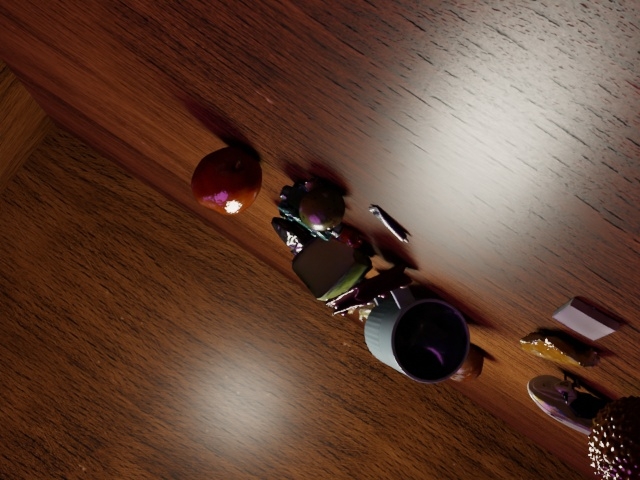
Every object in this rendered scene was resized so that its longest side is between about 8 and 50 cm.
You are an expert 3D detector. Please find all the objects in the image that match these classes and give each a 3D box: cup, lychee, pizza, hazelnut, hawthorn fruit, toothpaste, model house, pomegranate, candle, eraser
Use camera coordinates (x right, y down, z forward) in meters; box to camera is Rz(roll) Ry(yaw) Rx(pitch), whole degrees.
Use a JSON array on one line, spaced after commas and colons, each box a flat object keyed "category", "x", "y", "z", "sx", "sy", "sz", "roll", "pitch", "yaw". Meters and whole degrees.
[{"category": "cup", "x": 0.273, "y": 0.292, "z": 2.143, "sx": 0.331, "sy": 0.257, "sz": 0.311, "roll": 33, "pitch": 171, "yaw": -10}, {"category": "lychee", "x": 0.807, "y": 0.524, "z": 1.629, "sx": 0.275, "sy": 0.304, "sz": 0.276, "roll": 17, "pitch": 132, "yaw": 20}, {"category": "pizza", "x": 0.596, "y": 0.274, "z": 1.666, "sx": 0.134, "sy": 0.056, "sz": 0.271, "roll": 32, "pitch": 171, "yaw": -7}, {"category": "hazelnut", "x": 0.524, "y": 0.450, "z": 2.415, "sx": 0.143, "sy": 0.143, "sz": 0.154, "roll": 31, "pitch": 151, "yaw": 8}, {"category": "hawthorn fruit", "x": -0.247, "y": -0.176, "z": 1.801, "sx": 0.196, "sy": 0.196, "sz": 0.225, "roll": 35, "pitch": 154, "yaw": -9}, {"category": "toothpaste", "x": 0.171, "y": -0.038, "z": 1.608, "sx": 0.140, "sy": 0.021, "sz": 0.037, "roll": 41, "pitch": 162, "yaw": -25}, {"category": "model house", "x": 0.053, "y": 0.082, "z": 2.051, "sx": 0.170, "sy": 0.194, "sz": 0.211, "roll": 45, "pitch": -171, "yaw": 29}, {"category": "pomegranate", "x": 0.006, "y": -0.087, "z": 1.644, "sx": 0.130, "sy": 0.130, "sz": 0.130, "roll": 32, "pitch": 169, "yaw": 7}, {"category": "candle", "x": 0.072, "y": -0.015, "z": 1.910, "sx": 0.130, "sy": 0.052, "sz": 0.052, "roll": 24, "pitch": 166, "yaw": 38}, {"category": "eraser", "x": 0.560, "y": 0.168, "z": 1.389, "sx": 0.104, "sy": 0.023, "sz": 0.150, "roll": 31, "pitch": 169, "yaw": 13}]

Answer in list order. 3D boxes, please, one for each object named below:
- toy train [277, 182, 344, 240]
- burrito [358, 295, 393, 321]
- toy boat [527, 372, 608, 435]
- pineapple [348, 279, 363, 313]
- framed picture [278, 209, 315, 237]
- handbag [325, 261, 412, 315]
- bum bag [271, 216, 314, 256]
[{"category": "toy train", "x": -0.027, "y": -0.079, "z": 1.783, "sx": 0.198, "sy": 0.107, "sz": 0.154, "roll": 34, "pitch": 177, "yaw": -6}, {"category": "burrito", "x": 0.306, "y": 0.318, "z": 2.481, "sx": 0.332, "sy": 0.135, "sz": 0.190, "roll": 38, "pitch": 160, "yaw": -11}, {"category": "toy boat", "x": 0.750, "y": 0.479, "z": 1.937, "sx": 0.269, "sy": 0.141, "sz": 0.141, "roll": 35, "pitch": 169, "yaw": -10}, {"category": "pineapple", "x": 0.056, "y": 0.137, "z": 2.448, "sx": 0.279, "sy": 0.158, "sz": 0.158, "roll": 52, "pitch": 162, "yaw": -22}, {"category": "framed picture", "x": 0.000, "y": 0.000, "z": 2.265, "sx": 0.324, "sy": 0.020, "sz": 0.240, "roll": 32, "pitch": 168, "yaw": 6}, {"category": "handbag", "x": 0.143, "y": 0.150, "z": 1.927, "sx": 0.216, "sy": 0.203, "sz": 0.074, "roll": -36, "pitch": 77, "yaw": 57}, {"category": "bum bag", "x": -0.034, "y": 0.034, "z": 2.219, "sx": 0.340, "sy": 0.095, "sz": 0.144, "roll": 39, "pitch": -178, "yaw": -24}]
